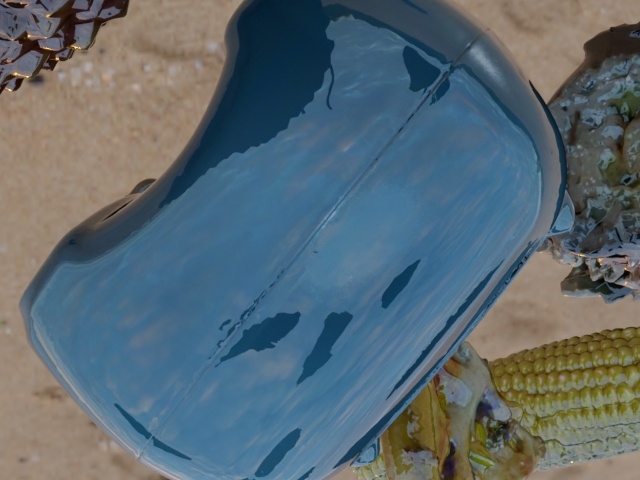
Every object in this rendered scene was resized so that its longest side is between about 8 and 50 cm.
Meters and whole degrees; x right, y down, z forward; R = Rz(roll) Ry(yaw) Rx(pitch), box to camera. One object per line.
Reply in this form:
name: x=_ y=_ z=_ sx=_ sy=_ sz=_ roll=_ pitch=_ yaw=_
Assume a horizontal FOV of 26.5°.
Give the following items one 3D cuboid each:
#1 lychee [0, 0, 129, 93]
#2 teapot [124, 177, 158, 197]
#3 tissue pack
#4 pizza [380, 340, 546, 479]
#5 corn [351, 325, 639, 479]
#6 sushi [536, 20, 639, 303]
lychee: x=-0.160 y=-0.166 z=0.533 sx=0.271 sy=0.235 sz=0.236 roll=7 pitch=152 yaw=28
teapot: x=-0.108 y=0.001 z=1.047 sx=0.076 sy=0.068 sz=0.121 roll=6 pitch=144 yaw=48
tissue pack: x=0.000 y=0.000 z=0.730 sx=0.287 sy=0.206 sz=0.198 roll=-52 pitch=176 yaw=8
pizza: x=0.099 y=0.137 z=0.876 sx=0.036 sy=0.184 sz=0.176 roll=-22 pitch=141 yaw=39
corn: x=0.162 y=0.132 z=1.062 sx=0.310 sy=0.101 sz=0.101 roll=-14 pitch=145 yaw=23
sushi: x=0.313 y=-0.053 z=1.249 sx=0.239 sy=0.225 sz=0.219 roll=7 pitch=162 yaw=37
